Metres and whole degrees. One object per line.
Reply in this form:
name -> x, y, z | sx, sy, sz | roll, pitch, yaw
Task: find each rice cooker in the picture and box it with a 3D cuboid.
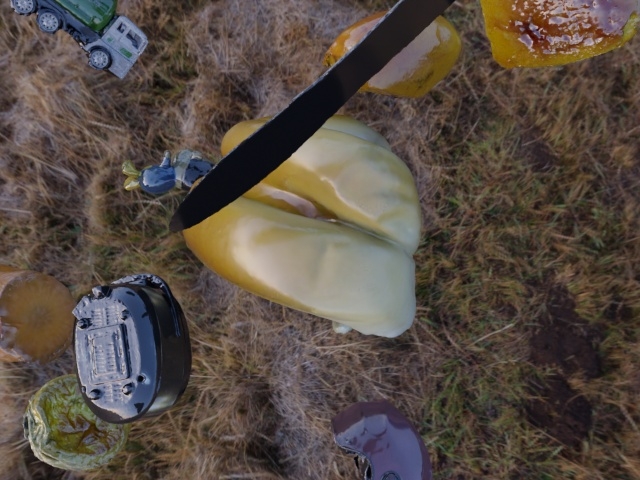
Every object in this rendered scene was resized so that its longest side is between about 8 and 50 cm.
rice cooker -> -0.213, 0.121, 0.601 | 0.112, 0.106, 0.165 | -15, 84, 14

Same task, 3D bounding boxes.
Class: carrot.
carrot -> -0.549, 0.117, 0.863 | 0.254, 0.196, 0.196 | 0, 72, 31

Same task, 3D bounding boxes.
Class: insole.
insole -> -0.007, -0.103, 0.415 | 0.322, 0.109, 0.007 | -39, 83, 21

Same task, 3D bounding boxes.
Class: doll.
doll -> -0.266, -0.125, 0.973 | 0.179, 0.102, 0.089 | 3, 55, -14

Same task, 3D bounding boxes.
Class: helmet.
helmet -> 0.178, 0.559, 1.373 | 0.197, 0.271, 0.338 | -36, 70, -14

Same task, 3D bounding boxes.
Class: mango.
mango -> 0.136, -0.314, 0.907 | 0.252, 0.126, 0.154 | -17, 116, -19

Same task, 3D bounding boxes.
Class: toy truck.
toy truck -> -0.414, -0.392, 0.899 | 0.242, 0.101, 0.125 | 36, 95, -37

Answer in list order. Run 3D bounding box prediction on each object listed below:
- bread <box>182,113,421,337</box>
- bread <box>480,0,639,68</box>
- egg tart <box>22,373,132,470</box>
bread -> 0.006, -0.034, 0.707 | 0.329, 0.424, 0.245 | 33, 96, -12
bread -> 0.172, -0.272, 0.423 | 0.139, 0.271, 0.077 | -7, 37, 28
egg tart -> -0.562, 0.422, 1.226 | 0.241, 0.106, 0.241 | 28, 35, -22
